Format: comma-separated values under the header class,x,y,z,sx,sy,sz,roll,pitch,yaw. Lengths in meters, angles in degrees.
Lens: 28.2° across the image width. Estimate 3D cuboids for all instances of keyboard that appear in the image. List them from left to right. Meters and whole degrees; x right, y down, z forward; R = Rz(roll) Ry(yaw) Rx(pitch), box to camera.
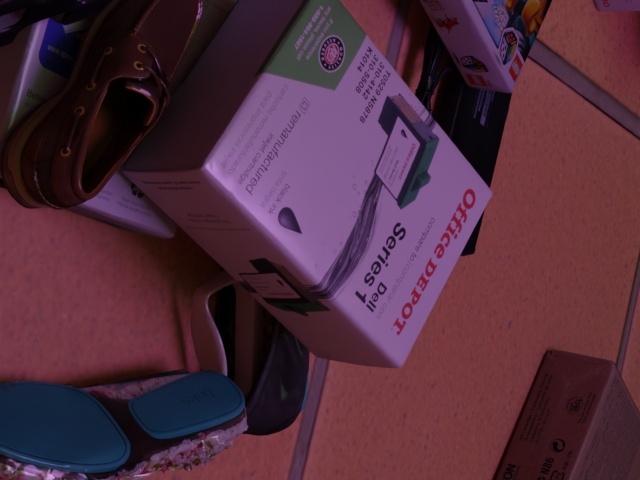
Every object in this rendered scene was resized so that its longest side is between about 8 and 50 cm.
class,x,y,z,sx,sy,sz,roll,pitch,yaw
keyboard,0.133,-0.150,1.208,0.201,0.033,0.317,25,76,-58

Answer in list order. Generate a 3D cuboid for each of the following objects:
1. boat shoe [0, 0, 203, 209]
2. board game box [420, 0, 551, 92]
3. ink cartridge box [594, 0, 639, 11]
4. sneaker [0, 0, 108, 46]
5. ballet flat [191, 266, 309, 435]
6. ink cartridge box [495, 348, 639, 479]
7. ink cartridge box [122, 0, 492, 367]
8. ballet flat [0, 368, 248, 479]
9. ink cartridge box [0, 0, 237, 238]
class,x,y,z,sx,sy,sz,roll,pitch,yaw
boat shoe,-0.114,-0.088,0.752,0.178,0.060,0.064,-59,139,-26
board game box,0.133,-0.288,1.075,0.193,0.053,0.305,-65,146,-16
ink cartridge box,0.359,-0.300,1.405,0.088,0.122,0.052,54,51,-45
sneaker,-0.232,-0.156,0.649,0.330,0.122,0.146,-28,92,-32
ballet flat,-0.047,0.015,0.949,0.096,0.095,0.280,-5,102,-44
ink cartridge box,0.286,0.275,1.460,0.234,0.088,0.193,-62,142,-25
ink cartridge box,0.001,-0.039,0.856,0.219,0.092,0.160,45,63,-33
ballet flat,-0.147,0.138,0.848,0.241,0.091,0.077,2,132,-46
ink cartridge box,-0.123,-0.181,0.823,0.165,0.065,0.332,24,79,-52
